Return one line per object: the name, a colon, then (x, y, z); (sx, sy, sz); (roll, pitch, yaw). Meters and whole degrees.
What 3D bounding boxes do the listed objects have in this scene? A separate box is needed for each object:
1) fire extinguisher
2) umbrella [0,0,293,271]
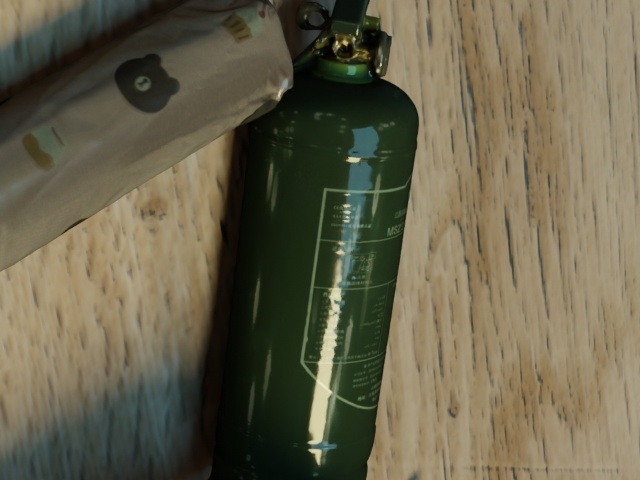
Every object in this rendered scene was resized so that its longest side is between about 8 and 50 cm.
fire extinguisher: (0.000, 0.000, 1.063); (0.114, 0.095, 0.311); (-59, 157, -71)
umbrella: (-0.151, -0.030, 0.915); (0.337, 0.067, 0.073); (-34, 116, -30)
